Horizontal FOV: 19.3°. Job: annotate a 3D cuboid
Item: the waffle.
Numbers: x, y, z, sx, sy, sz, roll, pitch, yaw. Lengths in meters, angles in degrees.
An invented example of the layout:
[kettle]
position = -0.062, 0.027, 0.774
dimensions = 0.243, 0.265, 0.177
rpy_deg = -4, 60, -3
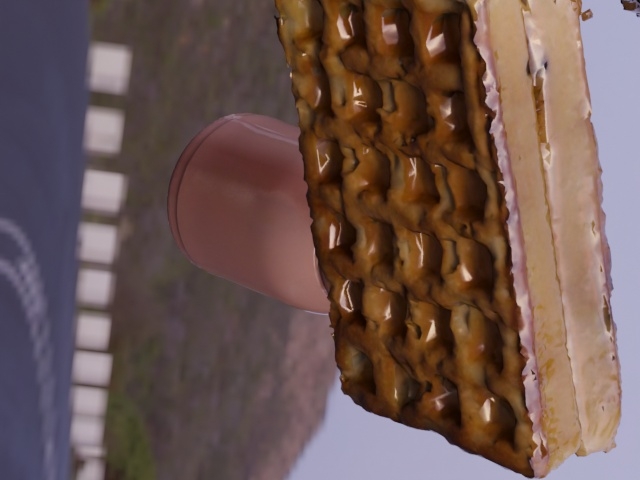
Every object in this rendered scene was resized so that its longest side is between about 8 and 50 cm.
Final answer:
[waffle]
position = 0.079, -0.022, 1.154
dimensions = 0.213, 0.091, 0.308
rpy_deg = 17, -58, 53

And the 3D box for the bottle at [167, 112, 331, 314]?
[bottle]
position = 0.000, 0.000, 1.840
dimensions = 0.297, 0.173, 0.206
rpy_deg = 20, -65, 46

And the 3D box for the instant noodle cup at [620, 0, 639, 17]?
[instant noodle cup]
position = 0.329, -0.170, 1.212
dimensions = 0.274, 0.274, 0.090
rpy_deg = 113, -34, -65
